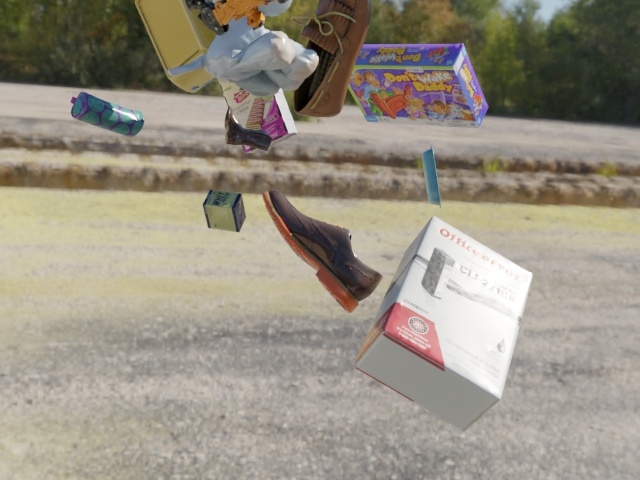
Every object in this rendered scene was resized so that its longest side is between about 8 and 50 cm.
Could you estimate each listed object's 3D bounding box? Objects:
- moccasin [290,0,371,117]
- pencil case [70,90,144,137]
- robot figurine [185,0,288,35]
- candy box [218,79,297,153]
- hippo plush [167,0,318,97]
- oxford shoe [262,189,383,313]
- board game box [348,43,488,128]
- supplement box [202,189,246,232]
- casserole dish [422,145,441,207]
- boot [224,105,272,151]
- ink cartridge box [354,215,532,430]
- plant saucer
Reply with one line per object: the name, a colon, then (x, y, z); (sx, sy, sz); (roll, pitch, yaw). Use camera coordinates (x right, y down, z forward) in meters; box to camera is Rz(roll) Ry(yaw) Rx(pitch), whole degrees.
moccasin: (0.013, -0.475, 1.858); (0.147, 0.380, 0.139); (-9, 39, -41)
pencil case: (-0.466, -0.275, 1.732); (0.151, 0.064, 0.070); (16, 22, -44)
robot figurine: (-0.152, -0.466, 1.215); (0.211, 0.291, 0.085); (-15, 20, 35)
candy box: (-0.183, -0.392, 2.317); (0.159, 0.233, 0.071); (-21, -2, 24)
hippo plush: (-0.150, -0.456, 1.725); (0.294, 0.237, 0.234); (-5, -9, 17)
oxford shoe: (0.000, 0.000, 1.408); (0.271, 0.098, 0.097); (49, -3, 13)
board game box: (0.240, -0.407, 2.083); (0.347, 0.078, 0.233); (9, -28, 35)
supplement box: (-0.234, -0.072, 1.930); (0.083, 0.083, 0.056); (8, 47, 13)
casserole dish: (0.330, -0.188, 2.360); (0.037, 0.188, 0.114); (-7, -6, 6)
boot: (-0.174, -0.271, 1.922); (0.114, 0.106, 0.037); (4, -18, -21)
ink cartridge box: (0.199, 0.121, 1.232); (0.197, 0.114, 0.273); (30, 46, -1)
plant saucer: (-0.374, -0.577, 2.092); (0.081, 0.333, 0.333); (-28, 7, -32)
